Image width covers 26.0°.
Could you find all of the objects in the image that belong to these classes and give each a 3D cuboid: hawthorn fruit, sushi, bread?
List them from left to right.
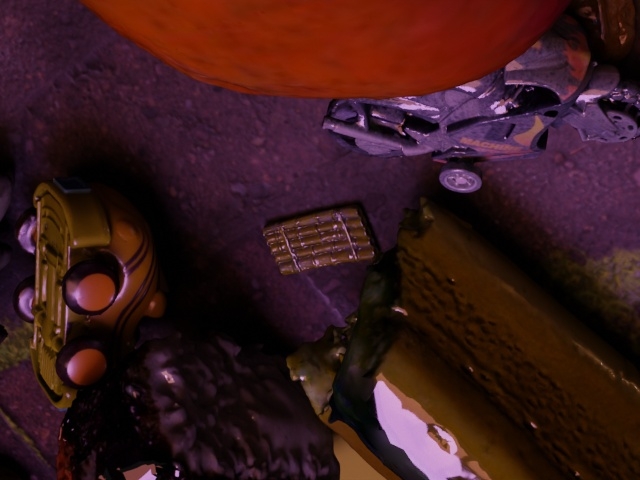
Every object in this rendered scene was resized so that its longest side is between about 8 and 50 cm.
[{"bbox_3d":[-0.122,0.204,1.447,0.182,0.343,0.196,-23,70,28],"label":"sushi"},{"bbox_3d":[-0.009,-0.318,1.021,0.472,0.472,0.471,10,122,16],"label":"hawthorn fruit"},{"bbox_3d":[0.162,0.166,1.341,0.376,0.251,0.208,40,153,-4],"label":"bread"},{"bbox_3d":[0.237,-0.203,1.200,0.066,0.060,0.110,-15,117,-3],"label":"bread"}]

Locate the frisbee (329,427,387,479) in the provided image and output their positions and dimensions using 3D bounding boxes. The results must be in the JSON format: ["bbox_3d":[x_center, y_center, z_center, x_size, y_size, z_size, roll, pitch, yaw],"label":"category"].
[{"bbox_3d":[0.085,0.254,1.552,0.236,0.017,0.236,10,121,16],"label":"frisbee"}]

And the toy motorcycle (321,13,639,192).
[{"bbox_3d":[0.134,-0.130,1.207,0.307,0.108,0.173,-2,151,21],"label":"toy motorcycle"}]

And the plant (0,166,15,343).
[{"bbox_3d":[-0.401,0.042,1.496,0.146,0.149,0.274,17,88,36],"label":"plant"}]

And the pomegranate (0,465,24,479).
[{"bbox_3d":[-0.440,0.357,1.754,0.205,0.159,0.159,12,127,47],"label":"pomegranate"}]

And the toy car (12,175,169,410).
[{"bbox_3d":[-0.233,0.055,1.468,0.142,0.200,0.247,-3,115,-28],"label":"toy car"}]

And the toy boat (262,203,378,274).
[{"bbox_3d":[0.000,0.000,1.437,0.115,0.016,0.063,-12,114,27],"label":"toy boat"}]
